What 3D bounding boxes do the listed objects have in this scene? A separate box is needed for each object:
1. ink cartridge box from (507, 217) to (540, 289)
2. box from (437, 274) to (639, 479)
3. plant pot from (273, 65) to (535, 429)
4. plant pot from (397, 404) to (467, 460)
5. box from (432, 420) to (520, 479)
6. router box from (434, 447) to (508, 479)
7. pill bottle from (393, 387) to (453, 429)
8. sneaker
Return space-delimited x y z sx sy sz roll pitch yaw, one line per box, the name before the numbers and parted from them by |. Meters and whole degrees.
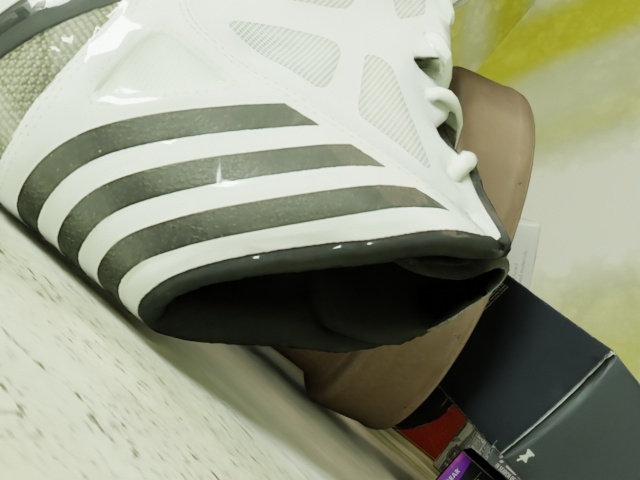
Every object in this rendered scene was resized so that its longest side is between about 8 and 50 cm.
ink cartridge box | 0.000 0.000 0.955 0.354 0.119 0.207 9 6 -15
box | 0.197 0.157 0.732 0.261 0.103 0.184 47 2 -24
plant pot | -0.014 -0.027 0.710 0.229 0.263 0.263 22 1 -9
plant pot | 0.170 0.145 1.323 0.267 0.235 0.267 43 -4 -32
box | 0.277 0.321 0.983 0.242 0.076 0.307 42 -3 -32
router box | 0.144 0.214 0.739 0.133 0.046 0.179 41 -2 14
pill bottle | 0.063 0.114 1.108 0.123 0.123 0.219 42 -2 -20
sneaker | 0.025 -0.084 0.553 0.257 0.448 0.169 51 -41 7
